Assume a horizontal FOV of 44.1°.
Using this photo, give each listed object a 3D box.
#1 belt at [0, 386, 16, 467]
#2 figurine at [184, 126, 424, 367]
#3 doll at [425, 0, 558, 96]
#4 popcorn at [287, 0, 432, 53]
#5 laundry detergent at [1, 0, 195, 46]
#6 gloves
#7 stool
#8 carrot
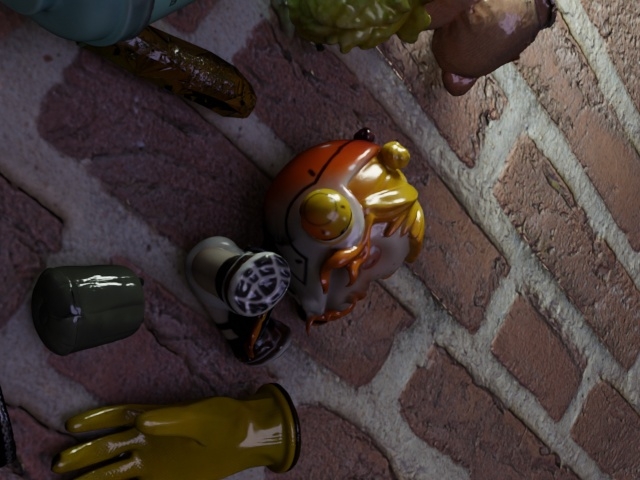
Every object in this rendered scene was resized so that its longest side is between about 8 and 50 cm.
[{"bbox_3d":[-0.371,0.076,0.761,0.094,0.126,0.359,-21,117,-45],"label":"belt"},{"bbox_3d":[-0.004,-0.002,0.990,0.323,0.196,0.320,-36,162,-20],"label":"figurine"},{"bbox_3d":[0.186,-0.378,1.137,0.201,0.156,0.303,-36,105,17],"label":"doll"},{"bbox_3d":[0.062,-0.311,0.997,0.195,0.173,0.168,17,51,-18],"label":"popcorn"},{"bbox_3d":[-0.178,-0.350,0.724,0.305,0.287,0.287,-37,119,-29],"label":"laundry detergent"},{"bbox_3d":[-0.179,0.256,0.963,0.294,0.116,0.133,-4,93,-32],"label":"gloves"},{"bbox_3d":[-0.253,0.072,0.866,0.110,0.096,0.096,-8,103,-43],"label":"stool"},{"bbox_3d":[-0.172,-0.202,0.902,0.228,0.069,0.069,21,84,-38],"label":"carrot"}]
